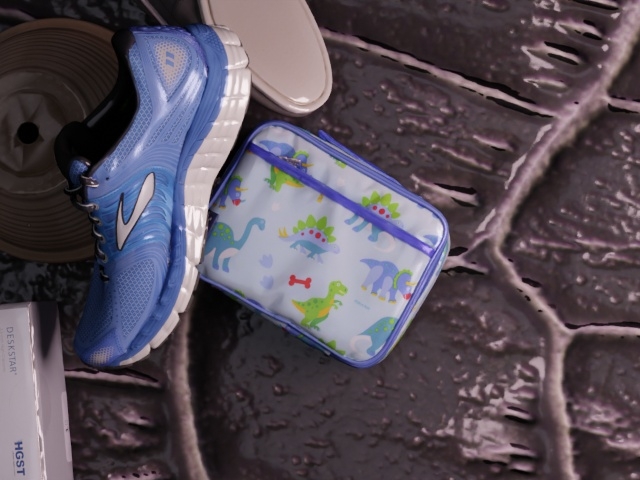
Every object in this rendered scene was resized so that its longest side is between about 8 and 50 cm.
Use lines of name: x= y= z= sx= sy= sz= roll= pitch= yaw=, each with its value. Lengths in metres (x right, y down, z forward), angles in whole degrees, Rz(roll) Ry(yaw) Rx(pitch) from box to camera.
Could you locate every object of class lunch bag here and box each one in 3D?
lunch bag: x=0.000 y=0.000 z=1.562 sx=0.219 sy=0.090 sz=0.176 roll=32 pitch=90 yaw=7

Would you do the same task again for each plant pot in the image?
plant pot: x=-0.257 y=-0.097 z=1.591 sx=0.237 sy=0.110 sz=0.237 roll=0 pitch=87 yaw=8

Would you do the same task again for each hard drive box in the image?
hard drive box: x=-0.363 y=0.156 z=1.609 sx=0.232 sy=0.089 sz=0.181 roll=-5 pitch=88 yaw=9

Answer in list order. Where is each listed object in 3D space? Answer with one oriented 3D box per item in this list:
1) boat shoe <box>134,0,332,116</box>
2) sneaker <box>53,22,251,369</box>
boat shoe: x=-0.116 y=-0.241 z=1.595 sx=0.112 sy=0.095 sz=0.335 roll=-39 pitch=86 yaw=-30
sneaker: x=-0.177 y=-0.042 z=1.507 sx=0.147 sy=0.130 sz=0.330 roll=8 pitch=108 yaw=-27
